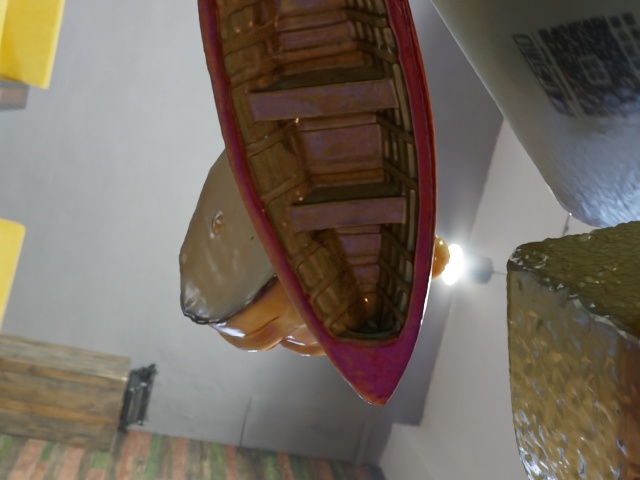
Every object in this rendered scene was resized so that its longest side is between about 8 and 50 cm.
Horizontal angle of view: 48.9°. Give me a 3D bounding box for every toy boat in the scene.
[{"bbox_3d":[0.014,-0.044,0.475,0.079,0.136,0.392,-73,155,-49],"label":"toy boat"}]

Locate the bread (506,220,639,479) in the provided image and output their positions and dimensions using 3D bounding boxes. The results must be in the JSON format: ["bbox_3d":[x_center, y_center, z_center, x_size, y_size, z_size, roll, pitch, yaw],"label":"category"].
[{"bbox_3d":[0.200,0.105,0.339,0.240,0.135,0.178,-138,-141,-65],"label":"bread"}]

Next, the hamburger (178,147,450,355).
[{"bbox_3d":[0.000,0.000,0.785,0.276,0.236,0.277,-33,-136,39],"label":"hamburger"}]

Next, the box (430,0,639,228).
[{"bbox_3d":[0.232,-0.154,0.535,0.090,0.367,0.373,-38,-164,-5],"label":"box"}]
